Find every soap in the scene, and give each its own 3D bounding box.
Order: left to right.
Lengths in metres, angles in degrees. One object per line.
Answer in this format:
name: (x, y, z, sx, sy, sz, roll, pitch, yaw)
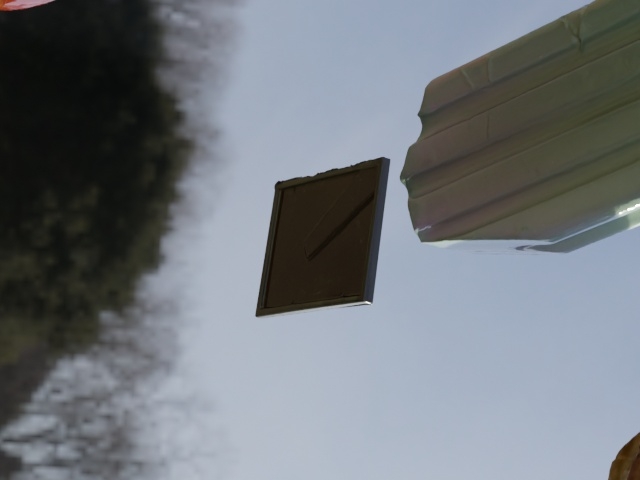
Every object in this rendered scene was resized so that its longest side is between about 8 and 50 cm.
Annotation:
soap: (0.247, -0.103, 1.805, 0.347, 0.115, 0.208, -24, -108, 34)

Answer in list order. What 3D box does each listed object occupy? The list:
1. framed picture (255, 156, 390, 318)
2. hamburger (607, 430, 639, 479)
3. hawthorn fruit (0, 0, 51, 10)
framed picture: (0.000, 0.000, 1.356, 0.149, 0.011, 0.109, -10, -111, 56)
hamburger: (0.383, 0.248, 1.465, 0.170, 0.314, 0.290, 114, -36, -66)
hawthorn fruit: (-0.291, -0.311, 1.559, 0.287, 0.287, 0.330, 113, -17, -61)
